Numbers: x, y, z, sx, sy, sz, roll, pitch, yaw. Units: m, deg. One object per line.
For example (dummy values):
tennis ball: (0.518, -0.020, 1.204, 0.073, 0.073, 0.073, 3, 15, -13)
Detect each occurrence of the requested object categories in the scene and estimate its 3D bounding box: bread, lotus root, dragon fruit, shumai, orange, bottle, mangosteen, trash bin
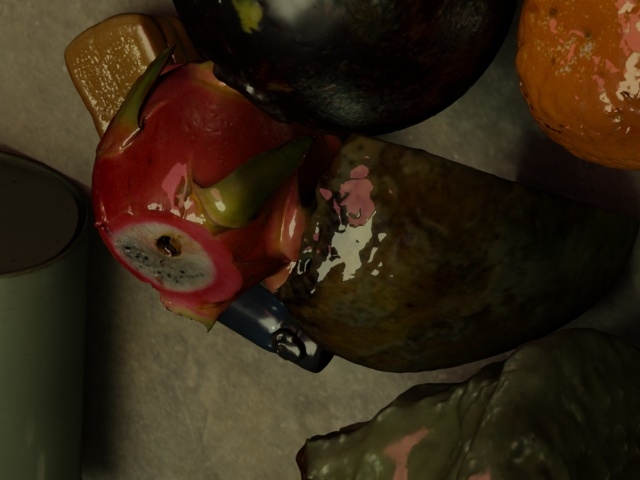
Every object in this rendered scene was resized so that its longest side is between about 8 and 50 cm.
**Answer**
bread: (-0.149, -0.117, 1.617, 0.116, 0.077, 0.200, -17, 101, 43)
lotus root: (0.119, 0.026, 1.350, 0.142, 0.314, 0.210, 31, 113, 34)
dragon fruit: (-0.080, -0.059, 1.465, 0.224, 0.227, 0.224, 20, 153, 11)
shumai: (0.131, 0.250, 1.401, 0.323, 0.324, 0.397, -3, 153, 35)
orange: (0.231, -0.144, 1.240, 0.193, 0.161, 0.193, -6, 83, 55)
bottle: (-0.086, 0.044, 1.656, 0.244, 0.082, 0.072, 29, 123, 22)
mangosteen: (0.026, -0.219, 1.298, 0.288, 0.288, 0.288, 19, 125, 29)
trash bin: (-0.376, 0.148, 1.816, 0.280, 0.280, 0.432, 26, 125, 25)

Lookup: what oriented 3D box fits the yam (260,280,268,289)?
yam: (-0.001, -0.003, 1.563, 0.127, 0.084, 0.084, -14, 105, 42)
